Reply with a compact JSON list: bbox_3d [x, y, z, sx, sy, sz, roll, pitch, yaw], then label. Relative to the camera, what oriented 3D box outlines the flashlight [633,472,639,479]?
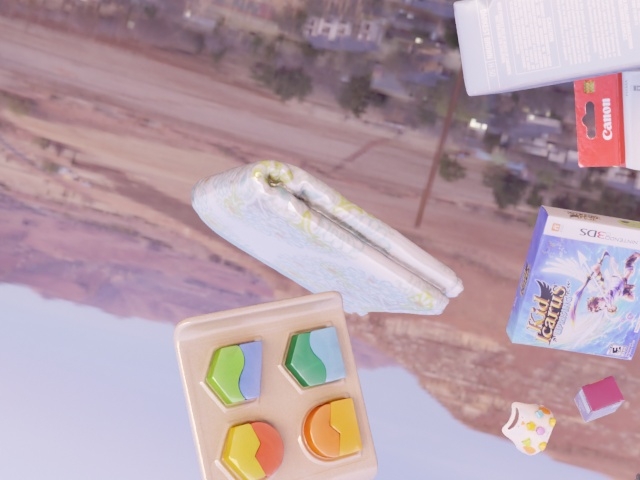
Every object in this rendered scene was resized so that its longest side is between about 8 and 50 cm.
[{"bbox_3d":[0.527,0.481,1.471,0.103,0.103,0.304,-7,-152,16],"label":"flashlight"}]

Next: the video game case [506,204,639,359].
[{"bbox_3d":[0.507,0.084,1.821,0.244,0.269,0.061,9,-159,-5],"label":"video game case"}]

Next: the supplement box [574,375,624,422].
[{"bbox_3d":[0.428,0.245,1.477,0.055,0.043,0.083,-19,158,-2],"label":"supplement box"}]

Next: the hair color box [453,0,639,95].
[{"bbox_3d":[0.361,-0.250,1.079,0.375,0.113,0.185,-6,-173,26],"label":"hair color box"}]

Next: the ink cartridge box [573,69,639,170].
[{"bbox_3d":[0.443,-0.170,1.347,0.179,0.145,0.045,1,-163,30],"label":"ink cartridge box"}]

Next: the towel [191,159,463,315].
[{"bbox_3d":[0.000,0.000,1.480,0.374,0.090,0.320,32,163,-19],"label":"towel"}]

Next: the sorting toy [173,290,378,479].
[{"bbox_3d":[-0.039,0.166,0.970,0.193,0.208,0.038,-9,177,-28],"label":"sorting toy"}]

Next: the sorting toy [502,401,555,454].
[{"bbox_3d":[0.332,0.298,1.548,0.075,0.083,0.045,26,172,-15],"label":"sorting toy"}]
